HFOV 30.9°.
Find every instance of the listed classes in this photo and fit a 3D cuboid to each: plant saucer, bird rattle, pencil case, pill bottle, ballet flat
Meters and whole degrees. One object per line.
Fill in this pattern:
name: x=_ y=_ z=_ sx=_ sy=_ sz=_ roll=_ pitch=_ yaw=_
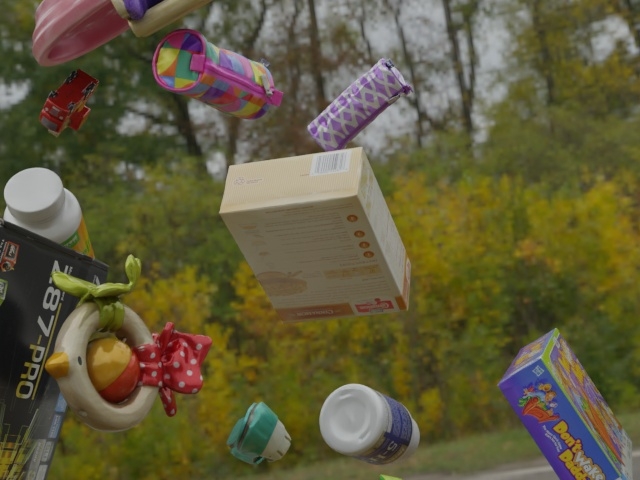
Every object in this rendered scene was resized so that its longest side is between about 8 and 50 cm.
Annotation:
plant saucer: x=-0.384 y=-0.435 z=2.080 sx=0.332 sy=0.084 sz=0.332 roll=-33 pitch=3 yaw=2
bird rattle: x=-0.257 y=0.147 z=1.450 sx=0.143 sy=0.253 sz=0.207 roll=-5 pitch=37 yaw=27
pencil case: x=0.073 y=-0.234 z=2.083 sx=0.206 sy=0.088 sz=0.086 roll=-41 pitch=-29 yaw=15
pencil case: x=-0.152 y=-0.245 z=1.734 sx=0.104 sy=0.104 sz=0.236 roll=-11 pitch=-9 yaw=25
pill bottle: x=0.087 y=0.302 z=1.863 sx=0.112 sy=0.112 sz=0.187 roll=-11 pitch=-23 yaw=25
ballet flat: x=-0.089 y=0.302 z=1.782 sx=0.087 sy=0.083 sz=0.247 roll=26 pitch=-17 yaw=-2
pill bottle: x=-0.494 y=-0.015 z=2.094 sx=0.136 sy=0.136 sz=0.245 roll=-8 pitch=-36 yaw=-5

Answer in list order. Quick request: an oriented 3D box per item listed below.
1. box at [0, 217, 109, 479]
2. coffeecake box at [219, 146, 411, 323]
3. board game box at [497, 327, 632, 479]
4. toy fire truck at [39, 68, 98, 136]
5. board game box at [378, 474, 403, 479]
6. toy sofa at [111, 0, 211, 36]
box: x=-0.437 y=0.181 z=1.530 sx=0.097 sy=0.395 sz=0.318 roll=13 pitch=-9 yaw=16
coffeecake box: x=0.000 y=0.000 z=1.179 sx=0.142 sy=0.068 sz=0.185 roll=-7 pitch=-42 yaw=18
board game box: x=0.391 y=0.275 z=1.815 sx=0.078 sy=0.233 sz=0.347 roll=-35 pitch=-6 yaw=14
toy fire truck: x=-0.449 y=-0.229 z=2.048 sx=0.135 sy=0.047 sz=0.192 roll=-55 pitch=6 yaw=34
board game box: x=0.127 y=0.425 z=1.669 sx=0.043 sy=0.092 sz=0.181 roll=18 pitch=10 yaw=-31
toy sofa: x=-0.275 y=-0.473 z=1.597 sx=0.150 sy=0.362 sz=0.177 roll=-29 pitch=4 yaw=1
